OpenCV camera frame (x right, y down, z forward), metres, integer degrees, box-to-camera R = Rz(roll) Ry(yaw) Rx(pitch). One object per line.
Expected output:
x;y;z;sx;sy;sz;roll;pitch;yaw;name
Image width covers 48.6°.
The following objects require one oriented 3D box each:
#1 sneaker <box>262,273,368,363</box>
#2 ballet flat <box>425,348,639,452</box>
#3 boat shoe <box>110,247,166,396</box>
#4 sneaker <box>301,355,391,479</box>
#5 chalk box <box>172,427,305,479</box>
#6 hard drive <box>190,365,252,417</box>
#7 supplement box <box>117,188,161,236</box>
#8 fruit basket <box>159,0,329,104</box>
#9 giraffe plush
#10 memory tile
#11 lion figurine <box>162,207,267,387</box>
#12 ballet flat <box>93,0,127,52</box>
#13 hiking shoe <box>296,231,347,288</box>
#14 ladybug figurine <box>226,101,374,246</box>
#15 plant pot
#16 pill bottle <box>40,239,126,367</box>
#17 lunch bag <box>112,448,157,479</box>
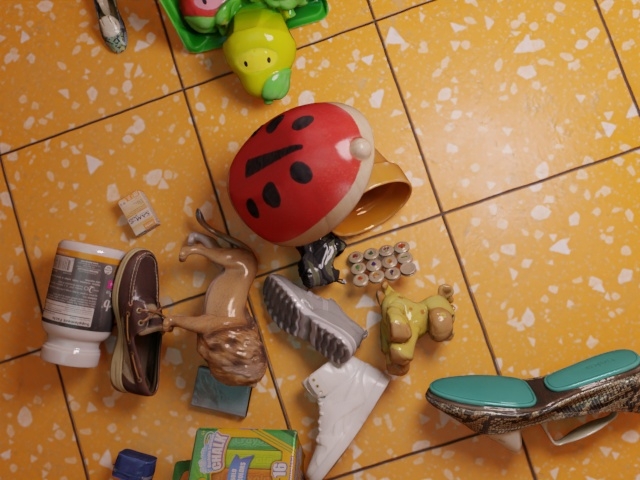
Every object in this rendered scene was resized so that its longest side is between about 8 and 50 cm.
-0.017;0.171;1.634;0.281;0.115;0.105;39;128;21;sneaker
0.478;0.365;1.536;0.482;0.164;0.182;-10;104;3;ballet flat
-0.401;0.190;1.632;0.123;0.123;0.342;6;89;33;boat shoe
0.014;0.389;1.602;0.169;0.108;0.292;32;79;10;sneaker
-0.188;0.521;1.540;0.288;0.179;0.180;-1;55;5;chalk box
-0.230;0.354;1.666;0.135;0.022;0.094;11;86;7;hard drive
-0.440;-0.067;1.720;0.062;0.036;0.098;-32;83;3;supplement box
-0.164;-0.520;1.635;0.392;0.283;0.392;-4;67;9;fruit basket
0.224;0.184;1.583;0.170;0.181;0.210;-4;50;-4;giraffe plush
0.140;0.053;1.625;0.148;0.012;0.113;-13;43;4;memory tile
-0.216;0.129;1.623;0.240;0.142;0.392;10;76;-3;lion figurine
-0.531;-0.560;1.761;0.070;0.070;0.188;-20;83;4;ballet flat
0.000;0.000;1.655;0.114;0.086;0.227;-2;76;-19;hiking shoe
-0.061;-0.147;1.501;0.161;0.449;0.305;12;71;-34;ladybug figurine
0.075;-0.144;1.604;0.205;0.205;0.188;-29;67;3;plant pot
-0.556;0.146;1.651;0.162;0.162;0.279;10;87;7;pill bottle
-0.437;0.530;1.649;0.098;0.067;0.065;14;86;8;lunch bag
